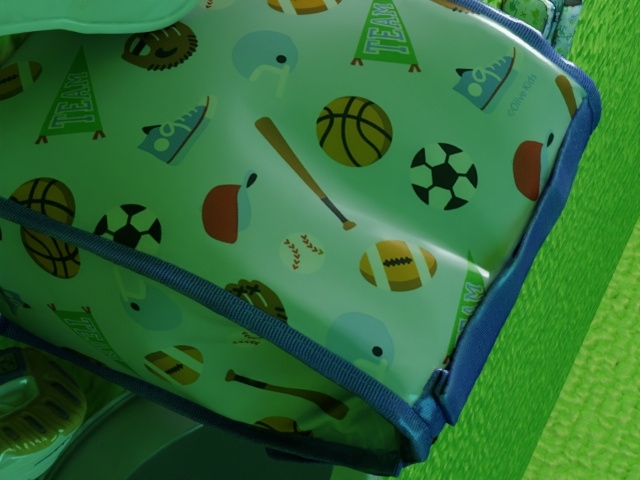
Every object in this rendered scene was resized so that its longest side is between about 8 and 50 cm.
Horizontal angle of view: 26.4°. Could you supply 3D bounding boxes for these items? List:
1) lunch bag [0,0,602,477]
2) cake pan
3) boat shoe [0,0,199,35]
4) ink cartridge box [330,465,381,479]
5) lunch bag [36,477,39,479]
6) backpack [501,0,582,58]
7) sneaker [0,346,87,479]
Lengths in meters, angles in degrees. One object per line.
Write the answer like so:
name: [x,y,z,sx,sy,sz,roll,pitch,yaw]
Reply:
lunch bag: [-0.029,-0.034,0.983,0.328,0.385,0.239,-60,155,-29]
cake pan: [-0.106,0.215,1.131,0.293,0.054,0.293,-25,140,-23]
boat shoe: [-0.207,-0.193,0.830,0.319,0.099,0.116,-3,133,-48]
ink cartridge box: [0.070,0.139,1.707,0.289,0.121,0.211,-55,154,-36]
lunch bag: [-0.195,0.240,1.204,0.151,0.096,0.129,-38,150,-9]
backpack: [0.306,-0.308,1.940,0.084,0.105,0.114,-15,125,-38]
sneaker: [-0.285,0.176,0.919,0.296,0.112,0.131,-15,144,-51]
